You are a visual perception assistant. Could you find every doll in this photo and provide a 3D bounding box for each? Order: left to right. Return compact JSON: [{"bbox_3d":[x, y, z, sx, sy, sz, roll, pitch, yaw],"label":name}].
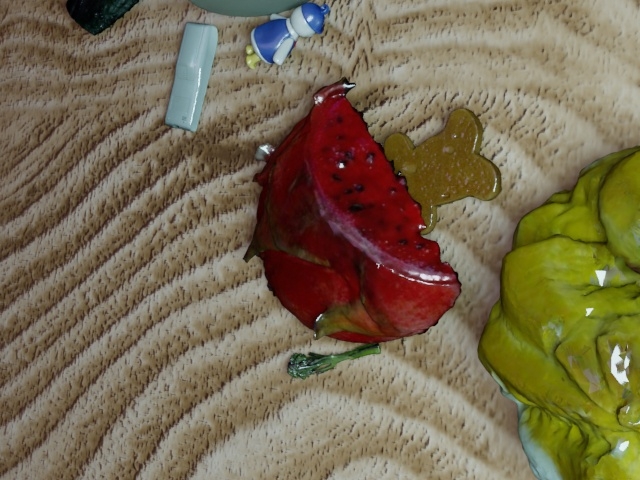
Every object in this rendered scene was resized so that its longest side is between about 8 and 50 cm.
[{"bbox_3d":[-0.047,-0.290,1.198,0.143,0.058,0.098,-27,51,26],"label":"doll"}]

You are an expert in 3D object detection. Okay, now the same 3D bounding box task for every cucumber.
[{"bbox_3d":[-0.340,-0.428,1.389,0.193,0.086,0.115,-43,67,29],"label":"cucumber"}]

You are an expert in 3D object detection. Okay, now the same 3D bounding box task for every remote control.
[{"bbox_3d":[-0.199,-0.249,1.305,0.061,0.029,0.162,15,93,34],"label":"remote control"}]

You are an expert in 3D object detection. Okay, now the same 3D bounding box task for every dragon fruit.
[{"bbox_3d":[0.000,0.000,1.095,0.282,0.100,0.343,-46,64,35],"label":"dragon fruit"}]

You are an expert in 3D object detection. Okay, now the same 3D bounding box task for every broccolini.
[{"bbox_3d":[0.018,0.152,1.132,0.140,0.030,0.035,-20,39,24],"label":"broccolini"}]

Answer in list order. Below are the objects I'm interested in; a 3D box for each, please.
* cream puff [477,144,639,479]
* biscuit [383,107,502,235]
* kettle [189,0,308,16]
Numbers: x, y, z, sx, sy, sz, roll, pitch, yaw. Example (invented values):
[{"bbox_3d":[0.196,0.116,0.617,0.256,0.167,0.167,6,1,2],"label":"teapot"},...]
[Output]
[{"bbox_3d":[0.318,0.079,0.801,0.378,0.275,0.378,-6,78,32],"label":"cream puff"},{"bbox_3d":[0.124,-0.076,1.080,0.205,0.031,0.138,-27,73,29],"label":"biscuit"},{"bbox_3d":[-0.075,-0.490,1.179,0.205,0.265,0.318,-24,69,62],"label":"kettle"}]
